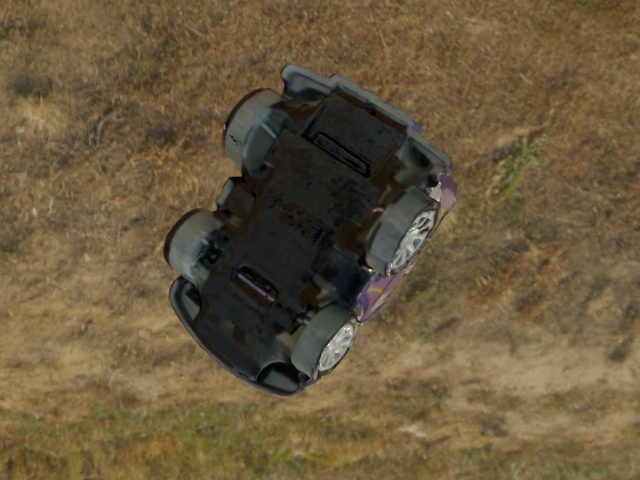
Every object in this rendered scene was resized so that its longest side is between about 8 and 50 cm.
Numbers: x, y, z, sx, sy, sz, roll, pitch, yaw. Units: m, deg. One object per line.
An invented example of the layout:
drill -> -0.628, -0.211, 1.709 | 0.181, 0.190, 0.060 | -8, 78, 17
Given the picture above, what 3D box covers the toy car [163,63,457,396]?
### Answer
toy car -> 0.000, 0.000, 0.616 | 0.235, 0.172, 0.158 | -58, 155, 7
